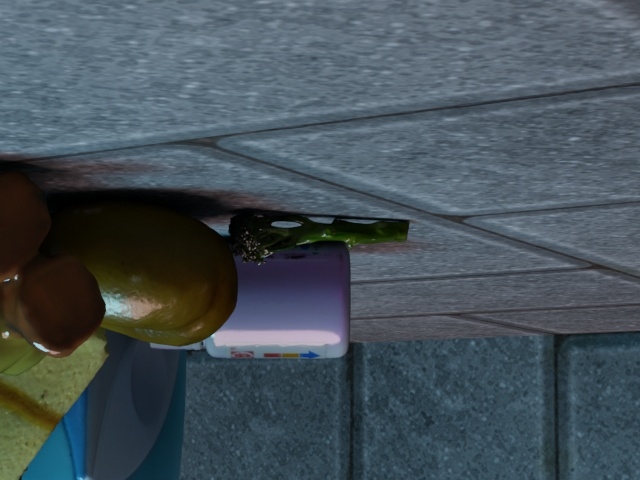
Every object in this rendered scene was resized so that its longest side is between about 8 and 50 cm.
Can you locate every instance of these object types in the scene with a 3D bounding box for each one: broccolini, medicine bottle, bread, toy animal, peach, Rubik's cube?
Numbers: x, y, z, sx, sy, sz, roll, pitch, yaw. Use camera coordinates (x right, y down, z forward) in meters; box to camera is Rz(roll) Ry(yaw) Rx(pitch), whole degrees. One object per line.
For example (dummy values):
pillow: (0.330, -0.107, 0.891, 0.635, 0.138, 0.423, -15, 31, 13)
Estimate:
broccolini: (0.001, 0.001, 1.815, 0.216, 0.058, 0.067, 3, 168, -20)
medicine bottle: (-0.090, 0.075, 2.007, 0.254, 0.152, 0.152, 1, 172, 0)
bread: (-0.419, 0.148, 1.902, 0.236, 0.263, 0.198, 30, 171, 46)
toy animal: (-0.384, 0.059, 1.618, 0.191, 0.216, 0.338, -44, -160, -33)
peach: (-0.213, 0.034, 1.752, 0.251, 0.153, 0.251, 3, 167, 1)
Rubik's cube: (-0.392, 0.190, 2.123, 0.347, 0.352, 0.352, -2, 169, 15)
